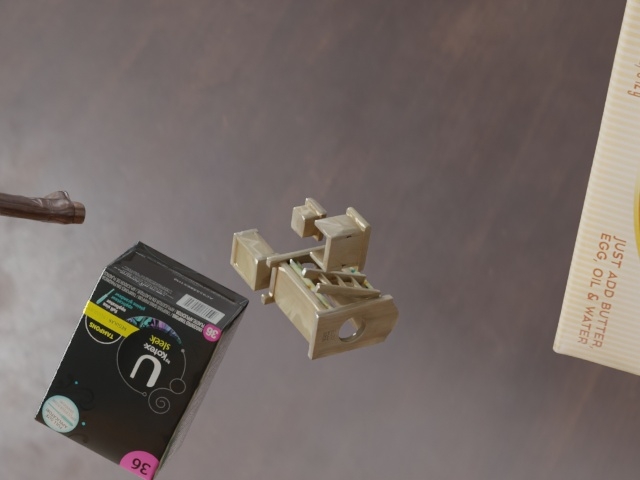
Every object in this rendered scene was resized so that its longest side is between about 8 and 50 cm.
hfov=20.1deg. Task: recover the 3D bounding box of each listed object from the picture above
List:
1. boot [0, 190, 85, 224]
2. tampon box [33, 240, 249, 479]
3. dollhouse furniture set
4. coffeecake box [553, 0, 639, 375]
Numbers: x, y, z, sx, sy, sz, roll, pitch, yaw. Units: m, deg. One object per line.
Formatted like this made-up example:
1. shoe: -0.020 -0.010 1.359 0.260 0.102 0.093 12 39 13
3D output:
1. boot: -0.324 -0.039 1.950 0.114 0.106 0.037 4 92 -31
2. tampon box: -0.156 0.106 1.594 0.120 0.101 0.161 27 107 5
3. dollhouse furniture set: 0.000 0.000 1.886 0.101 0.161 0.182 -12 40 -29
4. coffeecake box: 0.160 -0.017 0.414 0.186 0.142 0.068 15 45 12
